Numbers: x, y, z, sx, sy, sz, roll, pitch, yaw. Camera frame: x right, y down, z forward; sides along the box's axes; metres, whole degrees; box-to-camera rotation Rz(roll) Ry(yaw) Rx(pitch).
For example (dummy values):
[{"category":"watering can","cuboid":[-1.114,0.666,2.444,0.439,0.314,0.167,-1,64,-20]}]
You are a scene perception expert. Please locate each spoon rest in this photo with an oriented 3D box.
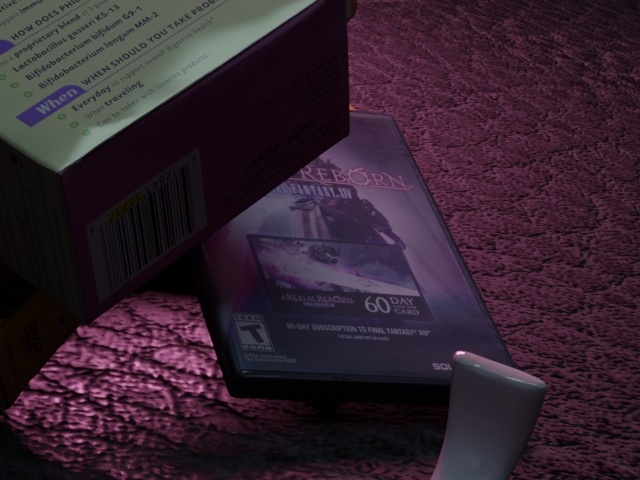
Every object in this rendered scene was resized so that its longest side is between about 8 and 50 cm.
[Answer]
[{"category":"spoon rest","cuboid":[0.024,0.153,0.849,0.137,0.084,0.276,20,34,27]}]

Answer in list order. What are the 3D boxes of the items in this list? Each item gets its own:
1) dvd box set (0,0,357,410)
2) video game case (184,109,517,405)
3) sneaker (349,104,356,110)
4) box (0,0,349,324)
[{"category":"dvd box set","cuboid":[-0.207,-0.096,1.148,0.307,0.062,0.420,20,49,23]},{"category":"video game case","cuboid":[0.000,0.000,1.150,0.196,0.026,0.274,4,41,-25]},{"category":"sneaker","cuboid":[-0.097,-0.117,1.474,0.131,0.112,0.296,-9,26,-44]},{"category":"box","cuboid":[-0.142,-0.102,1.022,0.243,0.117,0.213,33,55,30]}]
